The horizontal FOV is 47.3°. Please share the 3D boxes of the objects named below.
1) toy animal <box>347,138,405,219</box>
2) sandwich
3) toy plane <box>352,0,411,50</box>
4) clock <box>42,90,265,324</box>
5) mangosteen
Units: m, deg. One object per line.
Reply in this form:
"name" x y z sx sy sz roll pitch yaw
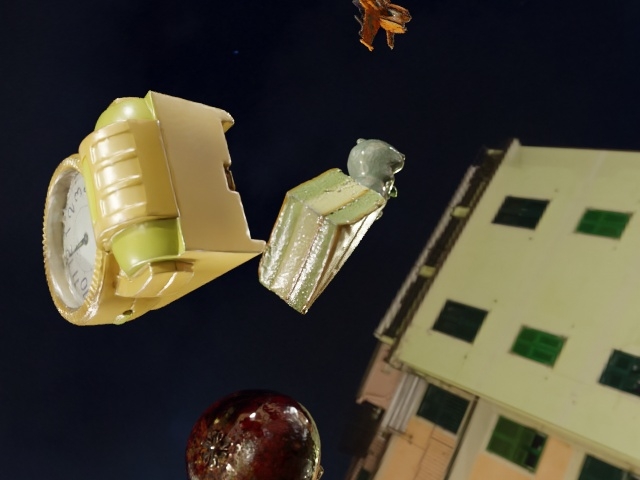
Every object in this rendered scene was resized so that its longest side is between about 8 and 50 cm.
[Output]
"toy animal" 0.095 -0.113 1.528 0.138 0.108 0.236 39 -133 -9
"sandwich" 0.000 0.000 1.184 0.144 0.117 0.187 -24 -37 -52
"toy plane" 0.075 -0.400 1.218 0.188 0.062 0.135 26 -99 -32
"clock" -0.248 -0.018 0.963 0.200 0.317 0.244 4 -118 -40
"mangosteen" -0.091 0.367 1.230 0.261 0.235 0.235 29 -99 -46
